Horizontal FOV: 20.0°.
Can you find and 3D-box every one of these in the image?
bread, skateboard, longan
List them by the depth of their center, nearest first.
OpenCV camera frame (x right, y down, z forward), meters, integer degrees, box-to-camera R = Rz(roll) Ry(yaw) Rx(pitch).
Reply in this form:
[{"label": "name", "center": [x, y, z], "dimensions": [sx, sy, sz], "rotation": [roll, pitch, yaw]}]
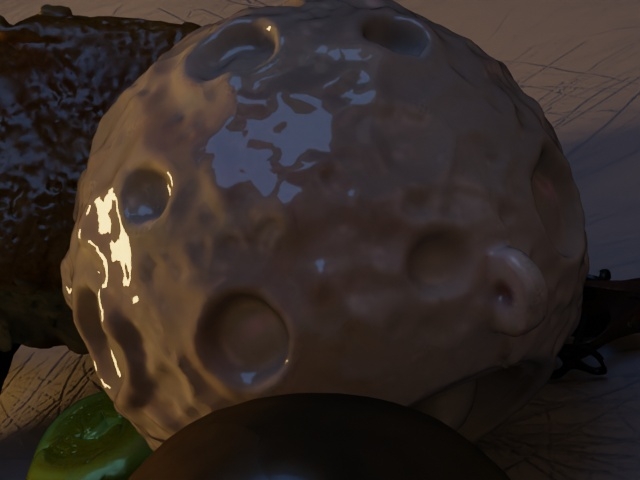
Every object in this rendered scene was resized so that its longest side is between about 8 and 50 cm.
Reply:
[{"label": "longan", "center": [-0.003, 0.202, 0.891], "dimensions": [0.258, 0.258, 0.258], "rotation": [-15, 24, 7]}, {"label": "skateboard", "center": [0.216, 0.057, 1.261], "dimensions": [0.151, 0.067, 0.080], "rotation": [-10, 35, 31]}, {"label": "bread", "center": [-0.143, 0.157, 1.271], "dimensions": [0.130, 0.071, 0.139], "rotation": [-23, 26, -3]}, {"label": "bread", "center": [-0.147, -0.037, 1.416], "dimensions": [0.279, 0.250, 0.225], "rotation": [2, -16, 3]}]

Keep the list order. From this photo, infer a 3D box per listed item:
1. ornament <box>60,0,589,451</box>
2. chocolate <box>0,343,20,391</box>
[{"label": "ornament", "center": [0.000, 0.000, 1.164], "dimensions": [0.337, 0.337, 0.337], "rotation": [-15, 24, 7]}, {"label": "chocolate", "center": [-0.426, 0.015, 1.389], "dimensions": [0.326, 0.297, 0.314], "rotation": [-30, 60, -25]}]
